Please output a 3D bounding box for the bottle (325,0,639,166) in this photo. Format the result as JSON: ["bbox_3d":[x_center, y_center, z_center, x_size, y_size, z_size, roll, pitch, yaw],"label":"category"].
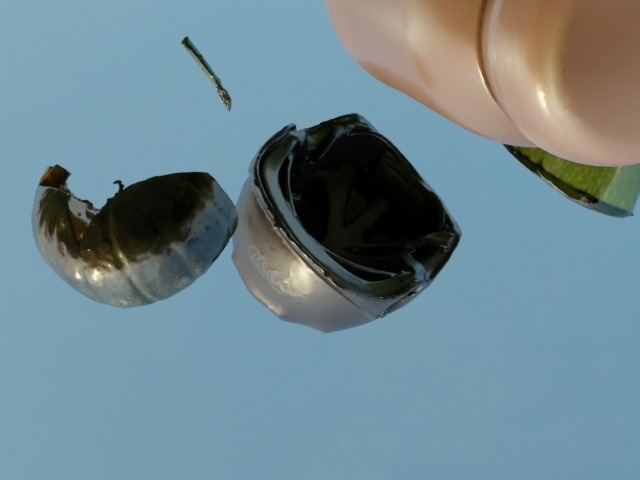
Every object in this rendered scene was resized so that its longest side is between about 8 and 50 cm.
[{"bbox_3d":[0.137,-0.157,0.750,0.206,0.173,0.297,-34,-154,-4],"label":"bottle"}]

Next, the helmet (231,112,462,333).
[{"bbox_3d":[0.000,0.000,1.327,0.225,0.177,0.305,54,-142,10],"label":"helmet"}]

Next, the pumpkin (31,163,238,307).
[{"bbox_3d":[-0.169,0.002,1.021,0.184,0.119,0.107,1,-123,31],"label":"pumpkin"}]

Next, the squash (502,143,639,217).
[{"bbox_3d":[0.283,-0.111,1.277,0.170,0.170,0.122,43,-73,35],"label":"squash"}]

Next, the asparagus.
[{"bbox_3d":[-0.135,-0.202,1.477,0.015,0.114,0.014,-39,-143,-3],"label":"asparagus"}]
